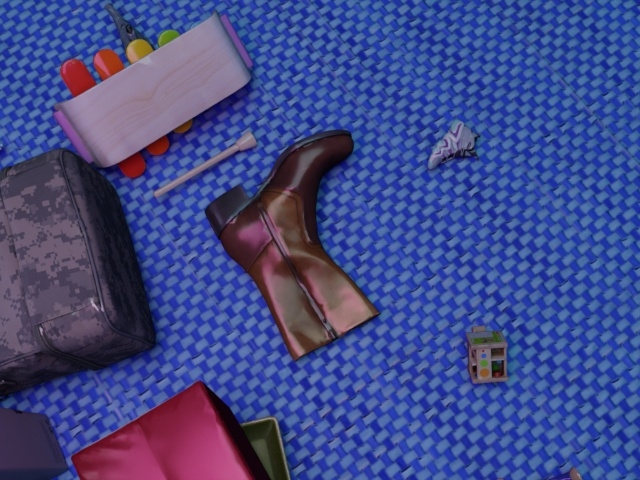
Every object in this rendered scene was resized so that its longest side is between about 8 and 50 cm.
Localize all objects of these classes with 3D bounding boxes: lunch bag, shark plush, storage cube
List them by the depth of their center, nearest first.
[{"bbox_3d":[-0.165,0.319,0.992,0.184,0.215,0.193,-31,69,-7],"label":"storage cube"},{"bbox_3d":[-0.405,0.051,1.120,0.256,0.212,0.305,-21,71,2],"label":"lunch bag"},{"bbox_3d":[-0.301,-0.334,1.305,0.073,0.067,0.161,-22,74,-5],"label":"shark plush"}]

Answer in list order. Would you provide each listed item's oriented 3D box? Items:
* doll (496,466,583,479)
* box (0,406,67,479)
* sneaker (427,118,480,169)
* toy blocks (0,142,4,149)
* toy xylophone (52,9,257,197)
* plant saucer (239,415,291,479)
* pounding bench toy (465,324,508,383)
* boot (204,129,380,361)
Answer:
[{"bbox_3d":[0.283,0.384,1.090,0.189,0.046,0.129,-32,85,-1],"label":"doll"},{"bbox_3d":[-0.437,0.279,1.019,0.113,0.275,0.094,-26,74,-6],"label":"box"},{"bbox_3d":[0.218,-0.139,1.250,0.069,0.038,0.098,33,78,11],"label":"sneaker"},{"bbox_3d":[-0.592,-0.165,1.270,0.148,0.054,0.123,-17,74,-4],"label":"toy blocks"},{"bbox_3d":[-0.240,-0.209,1.235,0.323,0.081,0.236,-26,112,-13],"label":"toy xylophone"},{"bbox_3d":[-0.130,0.361,1.108,0.188,0.045,0.188,-14,73,-3],"label":"plant saucer"},{"bbox_3d":[0.241,0.167,1.156,0.052,0.083,0.065,-5,105,2],"label":"pounding bench toy"},{"bbox_3d":[0.000,0.000,1.186,0.264,0.096,0.280,-33,76,-8],"label":"boot"}]
